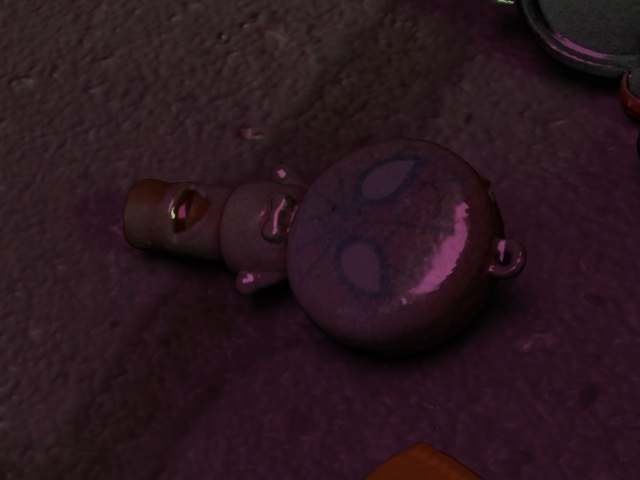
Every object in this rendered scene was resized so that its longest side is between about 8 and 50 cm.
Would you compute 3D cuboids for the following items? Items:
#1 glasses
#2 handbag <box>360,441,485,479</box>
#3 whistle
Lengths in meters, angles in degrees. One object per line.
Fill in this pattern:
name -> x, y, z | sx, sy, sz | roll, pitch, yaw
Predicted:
glasses -> 0.177, -0.165, 0.738 | 0.118, 0.268, 0.234 | -15, 46, -18
handbag -> -0.022, 0.271, 0.554 | 0.401, 0.133, 0.283 | -40, 48, -14
whistle -> 0.000, 0.000, 0.799 | 0.220, 0.057, 0.107 | 7, 70, 28
